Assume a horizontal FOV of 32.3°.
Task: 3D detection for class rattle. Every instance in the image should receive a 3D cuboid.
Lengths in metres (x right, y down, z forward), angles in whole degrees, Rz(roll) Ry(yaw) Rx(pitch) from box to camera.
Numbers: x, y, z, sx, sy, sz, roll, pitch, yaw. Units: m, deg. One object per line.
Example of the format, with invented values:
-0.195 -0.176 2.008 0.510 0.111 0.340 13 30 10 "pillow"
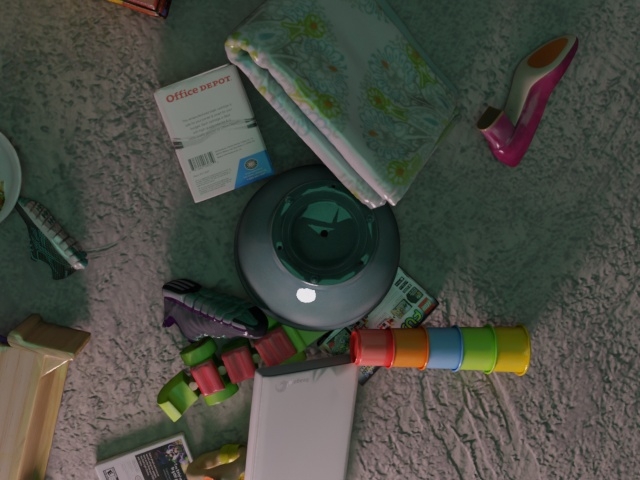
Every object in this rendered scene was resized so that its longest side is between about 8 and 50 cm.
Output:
-0.174 0.447 1.943 0.130 0.199 0.142 1 99 -4 "rattle"

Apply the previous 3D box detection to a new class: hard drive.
-0.036 0.361 1.955 0.203 0.040 0.307 -5 111 -33 "hard drive"

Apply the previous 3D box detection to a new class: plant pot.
0.000 0.000 1.845 0.293 0.196 0.293 0 81 -3 "plant pot"

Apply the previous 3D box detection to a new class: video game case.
-0.300 0.466 2.030 0.173 0.022 0.190 -20 99 0 "video game case"

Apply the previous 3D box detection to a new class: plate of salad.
-0.612 -0.109 1.889 0.200 0.048 0.199 0 95 4 "plate of salad"

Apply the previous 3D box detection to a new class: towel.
0.056 -0.266 1.797 0.374 0.320 0.090 47 135 -10 "towel"

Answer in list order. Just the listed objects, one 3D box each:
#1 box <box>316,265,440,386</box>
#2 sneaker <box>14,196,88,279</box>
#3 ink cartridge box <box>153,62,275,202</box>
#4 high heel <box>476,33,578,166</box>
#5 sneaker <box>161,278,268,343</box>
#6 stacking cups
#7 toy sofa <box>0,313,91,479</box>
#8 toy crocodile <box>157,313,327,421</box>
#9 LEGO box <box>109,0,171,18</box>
0.103 0.150 1.996 0.114 0.036 0.207 42 94 -9 "box"
-0.484 0.001 1.922 0.076 0.065 0.166 -38 95 12 "sneaker"
-0.181 -0.187 1.896 0.148 0.086 0.203 -19 99 0 "ink cartridge box"
0.384 -0.245 1.942 0.244 0.082 0.117 -51 128 -7 "high heel"
-0.184 0.144 1.924 0.224 0.083 0.098 21 114 32 "sneaker"
0.209 0.195 1.964 0.316 0.096 0.096 1 99 -10 "stacking cups"
-0.532 0.317 1.925 0.177 0.150 0.362 14 98 -1 "toy sofa"
-0.134 0.208 1.955 0.340 0.105 0.115 -26 100 0 "toy crocodile"
-0.439 -0.607 1.754 0.500 0.193 0.372 17 98 -7 "LEGO box"
